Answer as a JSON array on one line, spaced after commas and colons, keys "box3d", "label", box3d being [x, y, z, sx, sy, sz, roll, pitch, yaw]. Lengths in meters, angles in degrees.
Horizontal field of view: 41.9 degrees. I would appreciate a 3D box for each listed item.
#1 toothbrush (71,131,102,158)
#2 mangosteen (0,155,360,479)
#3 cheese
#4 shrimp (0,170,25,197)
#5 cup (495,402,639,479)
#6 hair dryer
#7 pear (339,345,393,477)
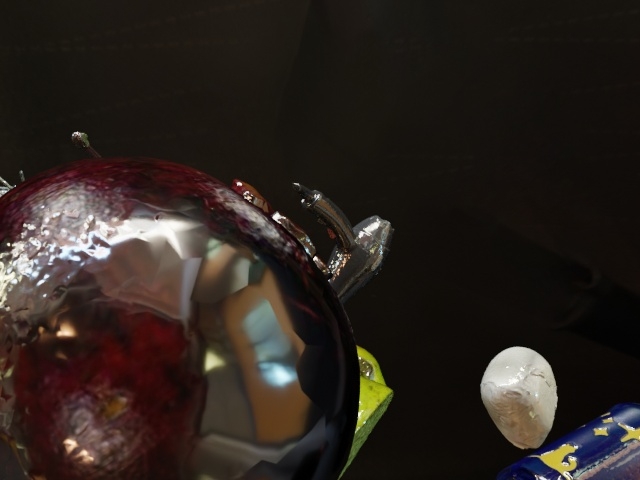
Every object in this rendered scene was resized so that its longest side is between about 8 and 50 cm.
[{"box3d": [-0.388, -0.114, 1.598, 0.040, 0.364, 0.041, -4, 67, 10], "label": "toothbrush"}, {"box3d": [-0.143, 0.110, 0.572, 0.347, 0.307, 0.307, -44, 92, -10], "label": "mangosteen"}, {"box3d": [0.440, 0.336, 1.854, 0.189, 0.154, 0.198, -52, 125, -39], "label": "cheese"}, {"box3d": [-0.735, -0.065, 1.897, 0.166, 0.410, 0.221, 30, 89, -21], "label": "shrimp"}, {"box3d": [0.404, 0.345, 1.159, 0.256, 0.255, 0.179, -16, 78, -31], "label": "cup"}, {"box3d": [0.000, 0.000, 1.393, 0.236, 0.091, 0.272, -52, 129, -18], "label": "hair dryer"}, {"box3d": [-0.025, 0.238, 1.085, 0.159, 0.292, 0.292, 37, 87, 15], "label": "pear"}]
